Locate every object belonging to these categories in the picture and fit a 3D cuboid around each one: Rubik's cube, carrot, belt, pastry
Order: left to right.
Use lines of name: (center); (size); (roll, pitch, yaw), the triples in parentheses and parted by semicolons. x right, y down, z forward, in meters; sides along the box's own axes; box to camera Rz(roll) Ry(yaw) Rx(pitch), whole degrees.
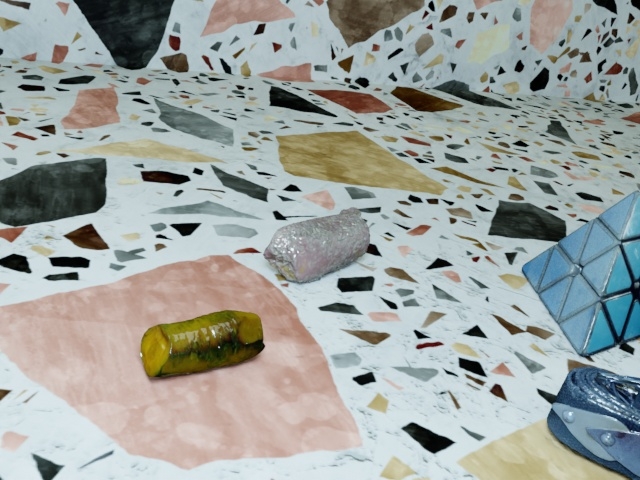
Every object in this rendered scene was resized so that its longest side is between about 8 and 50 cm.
carrot: (-0.163, 0.143, 1.045); (0.173, 0.082, 0.082); (-5, 29, -36)
pastry: (0.012, 0.006, 1.379); (0.112, 0.103, 0.265); (31, 33, 23)
Rubik's cube: (0.528, 0.083, 1.374); (0.228, 0.229, 0.233); (-25, 71, 7)
belt: (0.431, 0.246, 1.005); (0.218, 0.128, 0.122); (23, 27, 21)
